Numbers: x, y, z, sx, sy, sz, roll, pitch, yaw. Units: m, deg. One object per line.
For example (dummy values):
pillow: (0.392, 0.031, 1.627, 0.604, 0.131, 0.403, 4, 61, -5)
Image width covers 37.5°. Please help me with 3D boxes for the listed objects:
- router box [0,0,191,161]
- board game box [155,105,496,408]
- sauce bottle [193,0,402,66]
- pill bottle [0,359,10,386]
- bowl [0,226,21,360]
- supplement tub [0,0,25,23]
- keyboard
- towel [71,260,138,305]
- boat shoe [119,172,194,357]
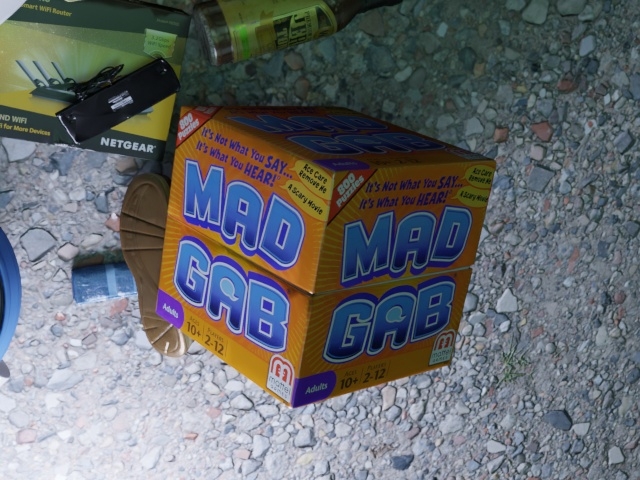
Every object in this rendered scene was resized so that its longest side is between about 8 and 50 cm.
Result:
router box: (-0.379, -0.270, 1.480, 0.309, 0.081, 0.243, 7, 108, -22)
board game box: (0.000, 0.000, 1.503, 0.356, 0.356, 0.356, -8, 115, -43)
sauce bottle: (-0.030, -0.380, 1.543, 0.344, 0.111, 0.111, -19, 115, -10)
pill bottle: (-0.619, 0.262, 1.590, 0.180, 0.108, 0.108, -42, 118, -1)
bowl: (-0.670, 0.089, 1.464, 0.391, 0.077, 0.391, -1, 97, -12)
supplement tub: (-0.549, -0.417, 1.238, 0.228, 0.228, 0.316, -39, 99, -1)
keyboard: (-0.318, -0.231, 1.460, 0.192, 0.038, 0.100, -30, 141, -7)
towel: (-0.373, 0.073, 1.646, 0.119, 0.029, 0.067, -7, 112, -17)
boat shoe: (-0.253, 0.032, 1.637, 0.123, 0.123, 0.342, -37, 127, -49)
